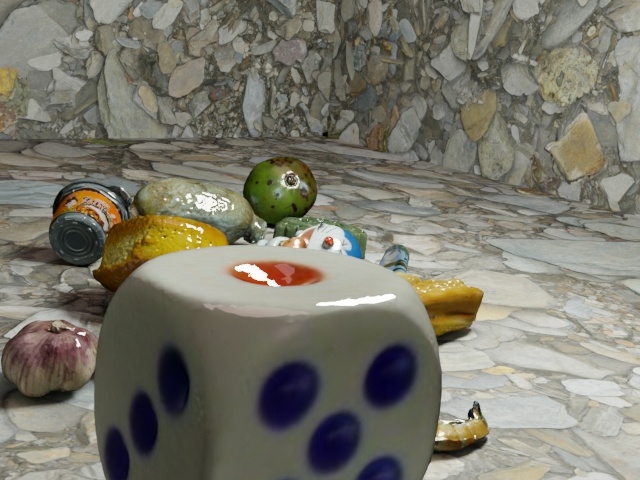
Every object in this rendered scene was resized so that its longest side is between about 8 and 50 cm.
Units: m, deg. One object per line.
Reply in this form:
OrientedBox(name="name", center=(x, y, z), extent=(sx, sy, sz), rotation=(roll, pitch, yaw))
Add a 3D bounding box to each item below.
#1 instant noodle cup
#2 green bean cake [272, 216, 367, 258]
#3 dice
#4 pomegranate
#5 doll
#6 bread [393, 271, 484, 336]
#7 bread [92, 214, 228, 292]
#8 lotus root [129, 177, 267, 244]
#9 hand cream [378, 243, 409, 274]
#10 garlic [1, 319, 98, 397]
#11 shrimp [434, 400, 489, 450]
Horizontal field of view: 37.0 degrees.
OrientedBox(name="instant noodle cup", center=(-0.513, -0.027, 2.074), extent=(0.177, 0.208, 0.125), rotation=(34, 25, -12))
OrientedBox(name="green bean cake", center=(0.000, 0.000, 2.315), extent=(0.183, 0.094, 0.185), rotation=(14, 11, 35))
OrientedBox(name="dice", center=(-0.063, 0.179, 1.083), extent=(0.304, 0.304, 0.277), rotation=(-5, 16, -38))
OrientedBox(name="pomegranate", center=(-0.120, -0.126, 2.616), extent=(0.202, 0.202, 0.248), rotation=(-1, -13, -25))
OrientedBox(name="doll", center=(-0.037, 0.038, 1.991), extent=(0.256, 0.161, 0.215), rotation=(0, 38, 27))
OrientedBox(name="bread", center=(0.138, 0.128, 1.785), extent=(0.185, 0.109, 0.380), rotation=(20, 19, 39))
OrientedBox(name="bread", center=(-0.288, 0.042, 1.809), extent=(0.268, 0.146, 0.268), rotation=(6, -15, 2))
OrientedBox(name="lotus root", center=(-0.296, -0.062, 2.272), extent=(0.349, 0.175, 0.175), rotation=(4, 13, -21))
OrientedBox(name="hand cream", center=(0.164, 0.069, 2.169), extent=(0.091, 0.058, 0.271), rotation=(5, 18, 10))
OrientedBox(name="garlic", center=(-0.398, 0.168, 1.424), extent=(0.147, 0.102, 0.159), rotation=(13, 15, 32))
OrientedBox(name="shrimp", center=(0.139, 0.248, 1.444), extent=(0.198, 0.051, 0.262), rotation=(3, 15, -42))
